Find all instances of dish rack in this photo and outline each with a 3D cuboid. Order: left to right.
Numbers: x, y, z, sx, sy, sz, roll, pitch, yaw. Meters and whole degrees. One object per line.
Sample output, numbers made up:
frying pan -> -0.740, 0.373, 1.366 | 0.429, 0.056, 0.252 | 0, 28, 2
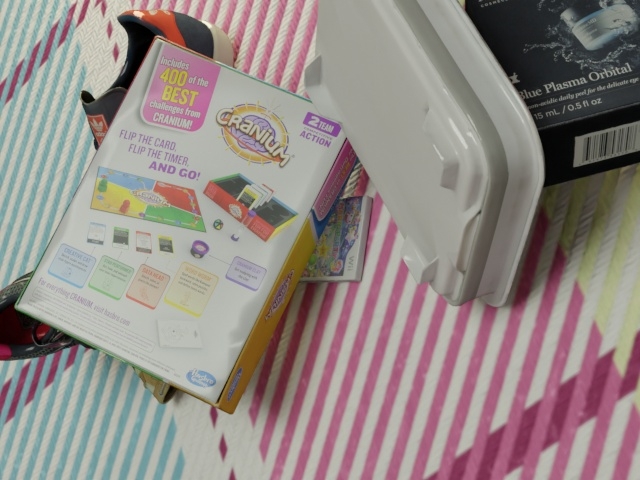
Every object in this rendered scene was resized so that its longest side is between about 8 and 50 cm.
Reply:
dish rack -> 0.070, -0.115, 1.230 | 0.285, 0.072, 0.333 | 96, 149, -58

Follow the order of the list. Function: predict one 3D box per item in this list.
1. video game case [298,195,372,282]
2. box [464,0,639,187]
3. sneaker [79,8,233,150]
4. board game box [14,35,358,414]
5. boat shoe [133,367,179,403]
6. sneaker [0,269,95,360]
video game case -> 0.000, 0.000, 1.455 | 0.122, 0.011, 0.087 | -3, 73, 44
box -> 0.214, -0.141, 1.179 | 0.156, 0.093, 0.158 | -15, 58, -2
sneaker -> -0.211, -0.094, 1.598 | 0.131, 0.148, 0.350 | 2, 80, 45
board game box -> -0.127, -0.019, 1.432 | 0.242, 0.064, 0.316 | 24, 82, 16
boat shoe -> -0.123, 0.104, 1.513 | 0.190, 0.068, 0.072 | -48, 63, 31
sneaker -> -0.234, 0.060, 1.521 | 0.299, 0.112, 0.121 | -26, 94, 17
